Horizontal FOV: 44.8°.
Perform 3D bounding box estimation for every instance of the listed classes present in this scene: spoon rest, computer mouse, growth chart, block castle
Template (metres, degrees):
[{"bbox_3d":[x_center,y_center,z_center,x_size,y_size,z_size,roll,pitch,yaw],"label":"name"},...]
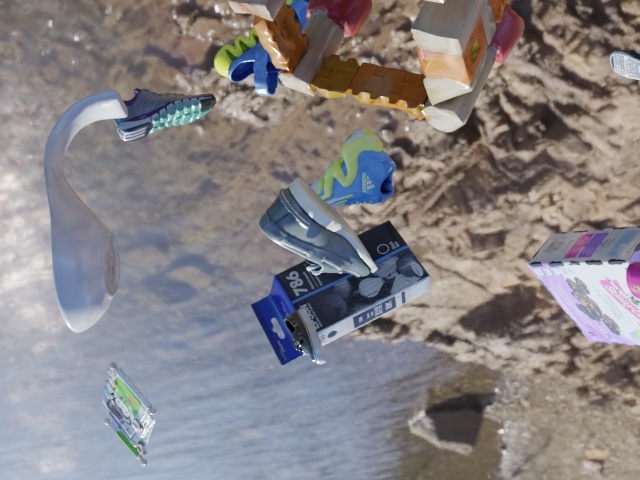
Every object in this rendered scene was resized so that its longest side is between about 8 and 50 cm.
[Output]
[{"bbox_3d":[-0.269,-0.034,0.871,0.084,0.277,0.137,0,160,0],"label":"spoon rest"},{"bbox_3d":[0.740,-0.390,1.742,0.042,0.193,0.106,-42,138,-13],"label":"computer mouse"},{"bbox_3d":[-0.433,0.386,1.746,0.021,0.172,0.237,-34,154,-43],"label":"growth chart"},{"bbox_3d":[0.043,-0.337,0.826,0.302,0.213,0.453,19,162,28],"label":"block castle"}]

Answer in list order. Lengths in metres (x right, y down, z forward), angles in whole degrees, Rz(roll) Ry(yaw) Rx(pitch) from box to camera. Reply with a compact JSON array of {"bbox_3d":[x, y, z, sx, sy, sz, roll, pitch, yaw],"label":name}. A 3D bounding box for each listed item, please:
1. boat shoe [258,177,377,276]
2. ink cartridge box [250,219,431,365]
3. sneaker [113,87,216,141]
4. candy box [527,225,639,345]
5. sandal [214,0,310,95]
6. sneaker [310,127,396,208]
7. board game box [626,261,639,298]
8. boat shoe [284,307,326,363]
[{"bbox_3d":[0.000,0.000,1.291,0.099,0.116,0.319,-39,151,6],"label":"boat shoe"},{"bbox_3d":[0.034,0.099,1.527,0.332,0.165,0.065,-27,145,-9],"label":"ink cartridge box"},{"bbox_3d":[-0.322,-0.283,1.584,0.223,0.098,0.083,-24,170,-31],"label":"sneaker"},{"bbox_3d":[0.408,0.065,1.062,0.165,0.070,0.196,48,161,-13],"label":"candy box"},{"bbox_3d":[-0.070,-0.426,1.676,0.317,0.138,0.126,-39,165,12],"label":"sandal"},{"bbox_3d":[0.058,-0.092,1.455,0.091,0.126,0.240,-38,167,-44],"label":"sneaker"},{"bbox_3d":[0.463,0.034,0.613,0.390,0.050,0.390,-44,110,-7],"label":"board game box"},{"bbox_3d":[-0.024,0.151,1.189,0.040,0.142,0.049,-21,114,-5],"label":"boat shoe"}]
